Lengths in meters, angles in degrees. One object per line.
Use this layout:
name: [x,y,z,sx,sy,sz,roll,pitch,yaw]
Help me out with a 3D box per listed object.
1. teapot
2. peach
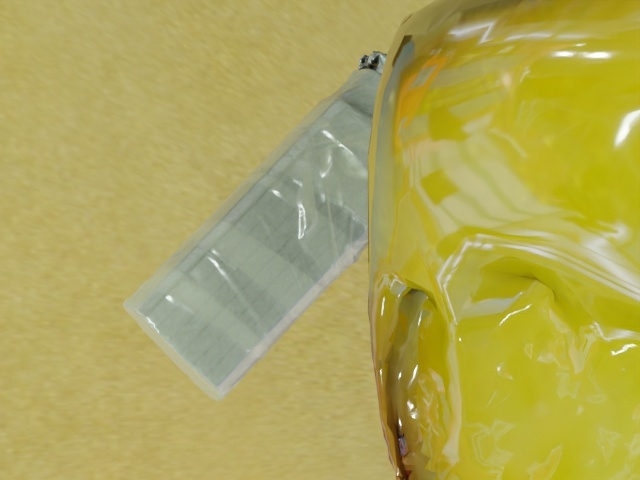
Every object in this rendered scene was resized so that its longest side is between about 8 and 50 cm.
teapot: [0.000,0.000,1.057,0.107,0.077,0.200,44,81,-4]
peach: [0.190,0.046,0.559,0.306,0.242,0.380,-44,64,30]
